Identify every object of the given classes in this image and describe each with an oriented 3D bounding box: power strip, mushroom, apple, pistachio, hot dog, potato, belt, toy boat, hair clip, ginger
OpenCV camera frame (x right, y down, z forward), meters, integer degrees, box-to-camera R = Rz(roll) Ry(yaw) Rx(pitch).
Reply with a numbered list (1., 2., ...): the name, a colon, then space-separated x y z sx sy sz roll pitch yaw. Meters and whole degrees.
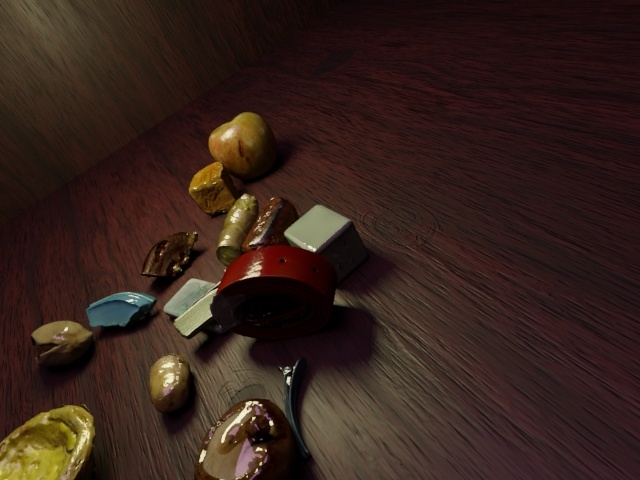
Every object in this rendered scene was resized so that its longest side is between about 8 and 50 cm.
1. power strip: 0.000 0.000 1.316 0.139 0.140 0.224 -41 38 -13
2. mushroom: -0.136 0.417 0.923 0.194 0.138 0.231 -43 21 11
3. apple: -0.297 -0.366 1.901 0.264 0.264 0.264 -19 37 15
4. pistachio: -0.815 0.322 1.503 0.238 0.153 0.137 -16 78 22
5. hot dog: -0.154 -0.032 1.496 0.160 0.099 0.227 3 48 37
6. potato: -0.373 0.352 1.198 0.107 0.080 0.170 -34 31 -4
7. belt: -0.121 0.130 1.168 0.324 0.227 0.115 -12 37 21
8. toy boat: -0.623 0.217 1.533 0.238 0.109 0.098 -13 5 21
9. hair clip: -0.052 0.354 1.018 0.070 0.039 0.229 -23 41 10
10. ginger: -0.267 -0.034 1.572 0.116 0.109 0.263 -12 45 26

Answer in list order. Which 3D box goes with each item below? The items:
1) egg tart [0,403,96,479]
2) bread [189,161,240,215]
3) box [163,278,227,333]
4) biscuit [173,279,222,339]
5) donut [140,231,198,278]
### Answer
1. egg tart: -0.643 0.545 1.106 0.345 0.132 0.345 -18 37 14
2. bread: -0.395 -0.191 1.812 0.143 0.158 0.149 -20 41 11
3. box: -0.334 0.186 1.407 0.285 0.044 0.142 7 45 39
4. biscuit: -0.261 0.151 1.338 0.322 0.038 0.099 -40 41 -24
5. donut: -0.520 0.046 1.636 0.126 0.144 0.186 -12 61 55
